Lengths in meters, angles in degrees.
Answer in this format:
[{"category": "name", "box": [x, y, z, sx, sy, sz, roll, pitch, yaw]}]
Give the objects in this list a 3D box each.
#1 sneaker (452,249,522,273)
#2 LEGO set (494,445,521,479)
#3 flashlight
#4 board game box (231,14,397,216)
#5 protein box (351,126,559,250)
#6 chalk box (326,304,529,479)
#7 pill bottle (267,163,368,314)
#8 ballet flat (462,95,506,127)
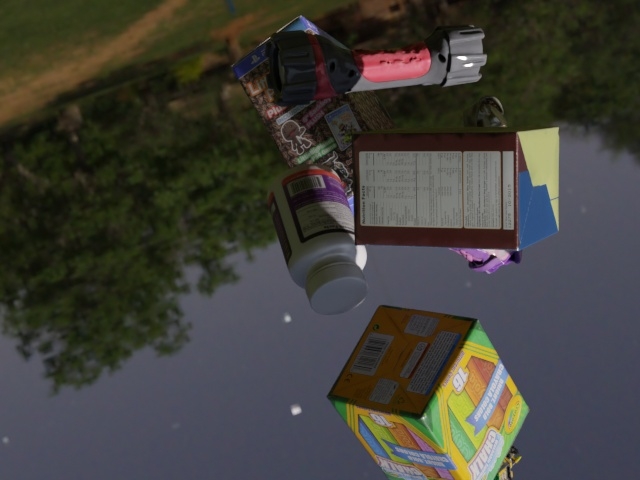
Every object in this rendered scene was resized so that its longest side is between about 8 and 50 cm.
[{"category": "sneaker", "box": [0.254, 0.003, 1.948, 0.236, 0.105, 0.095, -3, -179, -41]}, {"category": "LEGO set", "box": [0.329, 0.485, 1.952, 0.255, 0.331, 0.192, -61, 160, 20]}, {"category": "flashlight", "box": [0.079, -0.251, 1.660, 0.304, 0.103, 0.103, -9, -164, -15]}, {"category": "board game box", "box": [0.022, -0.179, 1.923, 0.141, 0.291, 0.232, -34, 165, 15]}, {"category": "protein box", "box": [0.167, -0.067, 1.447, 0.201, 0.136, 0.200, 2, -173, 24]}, {"category": "chalk box", "box": [0.176, 0.258, 1.772, 0.179, 0.289, 0.180, 6, -126, 41]}, {"category": "pill bottle", "box": [0.000, 0.000, 1.612, 0.108, 0.108, 0.194, -19, -127, 1]}, {"category": "ballet flat", "box": [0.250, -0.142, 1.791, 0.068, 0.072, 0.213, -41, -149, 33]}]
